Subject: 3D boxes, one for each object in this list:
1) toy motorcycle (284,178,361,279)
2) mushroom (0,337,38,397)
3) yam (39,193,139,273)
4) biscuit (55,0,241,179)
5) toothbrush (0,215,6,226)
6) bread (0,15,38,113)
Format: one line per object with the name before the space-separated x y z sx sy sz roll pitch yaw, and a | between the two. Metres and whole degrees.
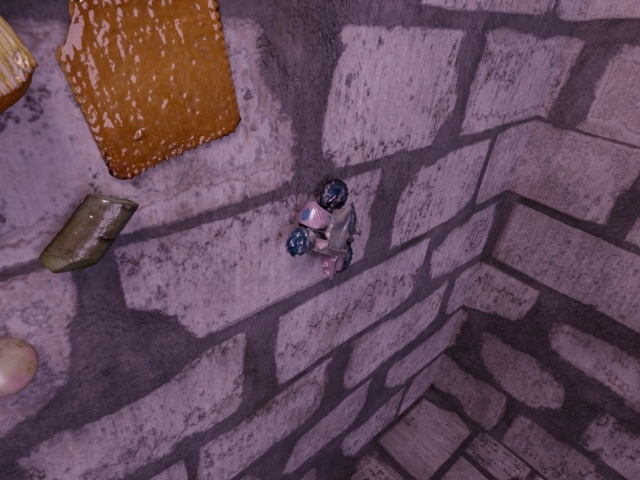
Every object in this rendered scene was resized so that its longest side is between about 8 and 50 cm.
toy motorcycle | -0.004 -0.001 0.951 0.204 0.108 0.239 -33 115 -35
mushroom | -0.455 0.183 0.598 0.083 0.067 0.084 -8 90 -78
yam | -0.328 -0.008 0.592 0.147 0.069 0.069 -55 145 -3
biscuit | -0.225 -0.225 0.587 0.232 0.013 0.237 -33 139 -28
toothbrush | -0.509 -0.037 0.398 0.342 0.025 0.030 12 111 -53
bread | -0.370 -0.149 0.376 0.190 0.132 0.114 -39 144 -18
